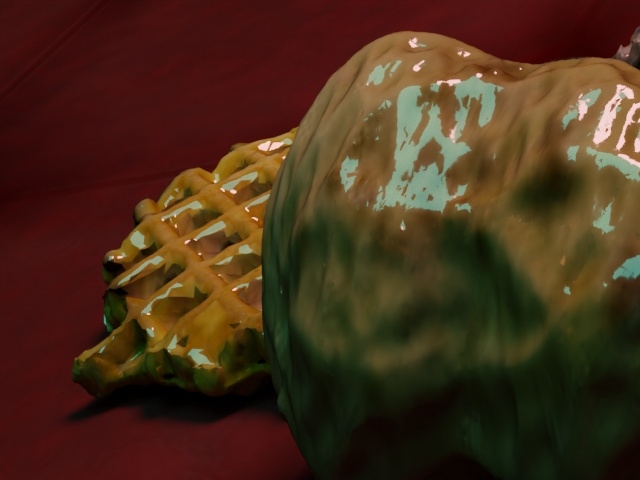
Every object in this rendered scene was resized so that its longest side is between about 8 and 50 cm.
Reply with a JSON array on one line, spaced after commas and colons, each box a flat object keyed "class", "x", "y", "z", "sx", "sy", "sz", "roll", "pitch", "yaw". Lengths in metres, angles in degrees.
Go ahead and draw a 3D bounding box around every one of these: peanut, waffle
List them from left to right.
[{"class": "waffle", "x": -0.001, "y": -0.002, "z": 1.000, "sx": 0.254, "sy": 0.052, "sz": 0.245, "roll": -7, "pitch": 29, "yaw": 29}, {"class": "peanut", "x": 0.067, "y": 0.018, "z": 0.750, "sx": 0.233, "sy": 0.196, "sz": 0.110, "roll": 7, "pitch": 0, "yaw": 40}]

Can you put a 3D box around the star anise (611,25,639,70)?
[{"class": "star anise", "x": 0.213, "y": -0.089, "z": 0.983, "sx": 0.182, "sy": 0.065, "sz": 0.195, "roll": -38, "pitch": 24, "yaw": -34}]
